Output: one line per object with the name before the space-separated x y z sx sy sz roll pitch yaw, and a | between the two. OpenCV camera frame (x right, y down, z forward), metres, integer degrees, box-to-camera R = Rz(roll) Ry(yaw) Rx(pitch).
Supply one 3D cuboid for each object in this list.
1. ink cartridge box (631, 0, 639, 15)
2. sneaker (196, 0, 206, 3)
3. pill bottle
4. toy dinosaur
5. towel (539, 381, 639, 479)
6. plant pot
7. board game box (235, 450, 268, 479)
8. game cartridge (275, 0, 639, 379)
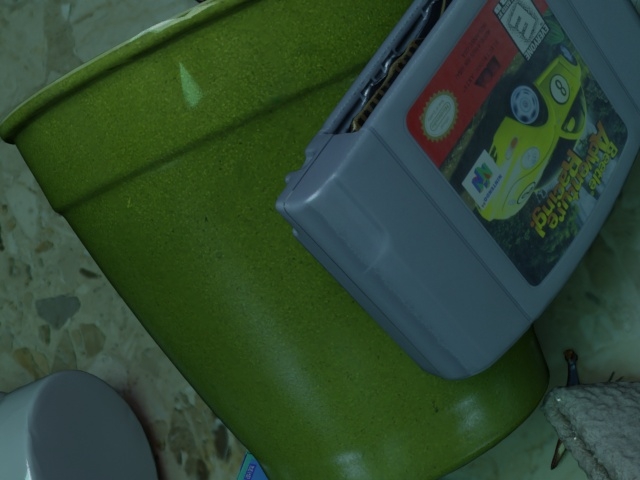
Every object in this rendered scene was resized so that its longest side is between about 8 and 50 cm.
ink cartridge box | 0.202 -0.227 0.766 0.092 0.218 0.158 -44 70 -7
sneaker | -0.142 -0.294 0.998 0.178 0.077 0.072 41 101 21
pill bottle | -0.368 0.277 0.973 0.392 0.224 0.224 -24 78 19
toy dinosaur | 0.208 0.136 0.843 0.090 0.047 0.082 -34 56 28
towel | 0.287 0.177 0.664 0.282 0.187 0.049 -121 35 -57
plant pot | 0.000 0.000 0.778 0.366 0.366 0.353 -22 96 20
board game box | 0.007 0.280 0.869 0.210 0.047 0.160 7 55 23
game cartridge | 0.116 -0.069 0.643 0.060 0.196 0.294 8 57 51
